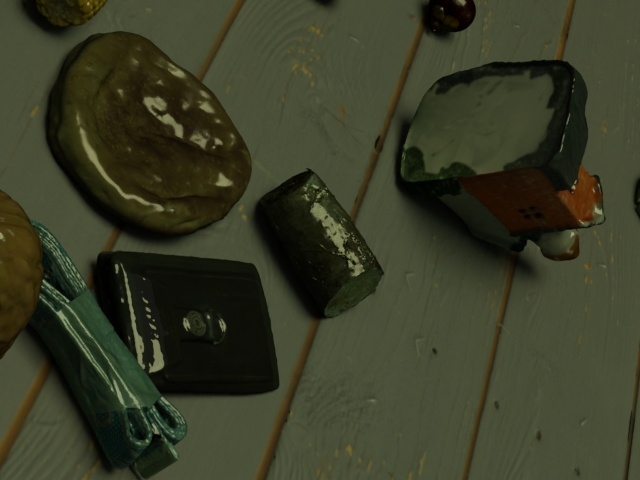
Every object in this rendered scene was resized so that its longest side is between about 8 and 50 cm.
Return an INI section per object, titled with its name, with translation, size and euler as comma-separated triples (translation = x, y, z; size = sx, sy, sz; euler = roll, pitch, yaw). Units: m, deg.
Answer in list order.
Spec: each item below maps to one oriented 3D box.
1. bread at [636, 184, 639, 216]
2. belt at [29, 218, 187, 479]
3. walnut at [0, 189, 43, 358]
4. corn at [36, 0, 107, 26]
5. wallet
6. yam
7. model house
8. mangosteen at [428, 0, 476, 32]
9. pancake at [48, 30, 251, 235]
[bread]
translation = 0.608, -0.069, 2.633
size = 0.117, 0.064, 0.156
euler = 40, 41, -22
[belt]
translation = -0.249, 0.113, 1.564
size = 0.302, 0.072, 0.087
euler = 55, 33, 2
[walnut]
translation = -0.362, 0.034, 1.375
size = 0.228, 0.228, 0.228
euler = 27, 46, -32
[corn]
translation = -0.274, -0.372, 1.876
size = 0.106, 0.106, 0.305
euler = 40, 44, -20
[wallet]
translation = -0.140, 0.092, 1.719
size = 0.245, 0.052, 0.168
euler = 7, 62, -48
[yam]
translation = 0.000, 0.000, 1.897
size = 0.183, 0.107, 0.107
euler = 57, 37, 4
[model house]
translation = 0.302, -0.092, 2.186
size = 0.301, 0.271, 0.190
euler = 46, 51, -38
[mangosteen]
translation = 0.207, -0.369, 2.413
size = 0.081, 0.081, 0.081
euler = 27, 46, -32
[pancake]
translation = -0.202, -0.129, 1.811
size = 0.294, 0.049, 0.294
euler = 27, 44, -31
